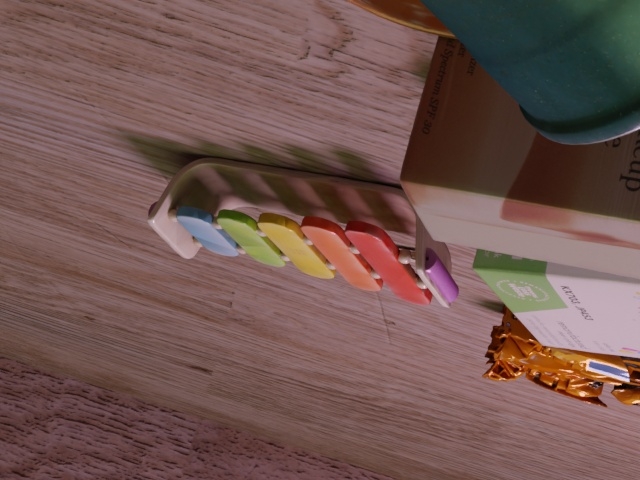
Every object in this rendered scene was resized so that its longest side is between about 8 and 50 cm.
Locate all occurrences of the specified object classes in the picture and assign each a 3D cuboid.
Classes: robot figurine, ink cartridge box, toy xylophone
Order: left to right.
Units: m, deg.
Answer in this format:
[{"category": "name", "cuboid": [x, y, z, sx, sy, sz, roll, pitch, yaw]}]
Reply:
[{"category": "toy xylophone", "cuboid": [0.000, 0.000, 1.809, 0.323, 0.081, 0.236, 7, 161, 30]}, {"category": "robot figurine", "cuboid": [0.329, 0.141, 1.932, 0.291, 0.085, 0.211, 16, 164, 4]}, {"category": "ink cartridge box", "cuboid": [0.333, 0.026, 1.501, 0.353, 0.119, 0.207, 6, 160, 29]}]

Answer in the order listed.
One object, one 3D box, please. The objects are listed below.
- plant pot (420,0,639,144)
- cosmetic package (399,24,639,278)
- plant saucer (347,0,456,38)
[{"category": "plant pot", "cuboid": [0.090, -0.222, 0.735, 0.255, 0.271, 0.271, 37, 157, -17]}, {"category": "cosmetic package", "cuboid": [0.224, -0.061, 1.277, 0.296, 0.153, 0.129, 10, 163, 19]}, {"category": "plant saucer", "cuboid": [0.078, -0.193, 1.188, 0.200, 0.037, 0.200, 16, 165, 5]}]
